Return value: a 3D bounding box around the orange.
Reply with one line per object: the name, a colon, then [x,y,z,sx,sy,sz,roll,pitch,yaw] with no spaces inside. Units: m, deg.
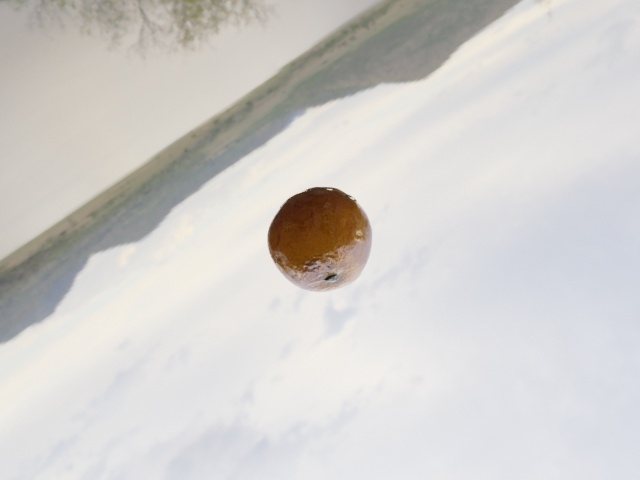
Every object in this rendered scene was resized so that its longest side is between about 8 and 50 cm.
orange: [0.000,-0.001,0.638,0.084,0.083,0.083,-32,-168,8]
